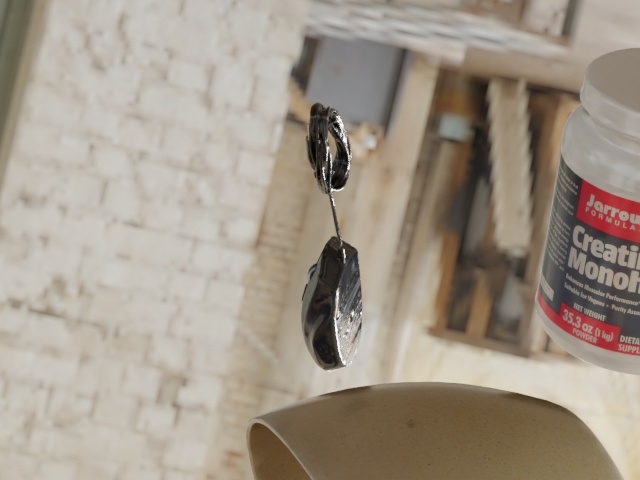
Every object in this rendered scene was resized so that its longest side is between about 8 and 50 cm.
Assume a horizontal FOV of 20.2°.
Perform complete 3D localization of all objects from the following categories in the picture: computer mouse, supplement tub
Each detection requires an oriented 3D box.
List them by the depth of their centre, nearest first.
[{"bbox_3d":[0.000,0.000,1.340,0.041,0.242,0.071,8,-143,17],"label":"computer mouse"},{"bbox_3d":[0.315,-0.027,1.719,0.191,0.272,0.191,4,-150,-2],"label":"supplement tub"}]

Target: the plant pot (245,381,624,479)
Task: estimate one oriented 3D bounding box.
[{"bbox_3d":[0.098,0.204,1.167,0.191,0.284,0.284,-25,-169,-15],"label":"plant pot"}]
